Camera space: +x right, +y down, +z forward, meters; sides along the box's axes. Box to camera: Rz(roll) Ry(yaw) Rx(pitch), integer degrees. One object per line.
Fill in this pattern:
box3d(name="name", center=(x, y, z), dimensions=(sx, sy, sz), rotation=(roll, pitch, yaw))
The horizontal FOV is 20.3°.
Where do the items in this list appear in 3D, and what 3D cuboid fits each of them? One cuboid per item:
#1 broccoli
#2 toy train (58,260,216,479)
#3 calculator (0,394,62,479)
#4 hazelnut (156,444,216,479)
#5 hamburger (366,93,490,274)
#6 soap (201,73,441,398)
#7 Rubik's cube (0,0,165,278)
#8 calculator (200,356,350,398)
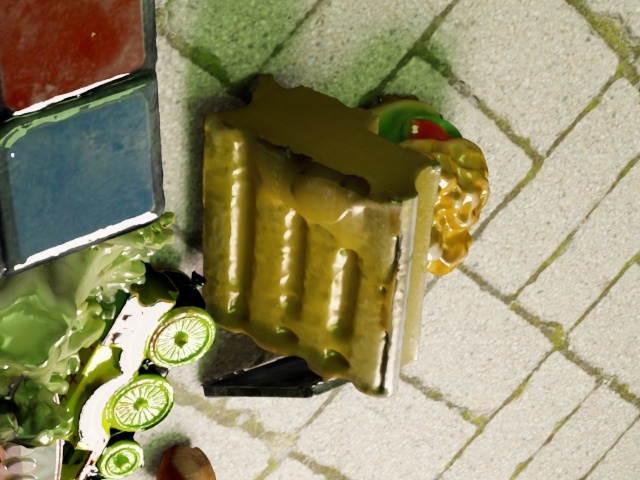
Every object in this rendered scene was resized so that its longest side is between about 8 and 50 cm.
box3d(name="broccoli", center=(-0.291, 0.061, 1.665), dimensions=(0.347, 0.281, 0.293), rotation=(-17, 103, -10))
box3d(name="toy train", center=(-0.234, 0.150, 1.987), dimensions=(0.160, 0.100, 0.296), rotation=(13, 116, -38))
box3d(name="calculator", center=(-0.387, 0.217, 1.906), dimensions=(0.220, 0.048, 0.330), rotation=(-7, 126, -16))
box3d(name="hazelnut", center=(-0.168, 0.292, 2.190), dimensions=(0.086, 0.086, 0.086), rotation=(-23, 137, -24))
box3d(name="hamburger", center=(0.098, -0.040, 2.066), dimensions=(0.237, 0.149, 0.237), rotation=(-24, 136, -25))
box3d(name="soap", center=(0.000, 0.000, 1.911), dimensions=(0.143, 0.259, 0.281), rotation=(-37, 144, -44))
box3d(name="Rubik's cube", center=(-0.331, -0.164, 1.447), dimensions=(0.316, 0.318, 0.313), rotation=(-23, 135, -26))
box3d(name="calculator", center=(-0.015, 0.153, 2.085), dimensions=(0.161, 0.261, 0.021), rotation=(-17, 95, -30))
